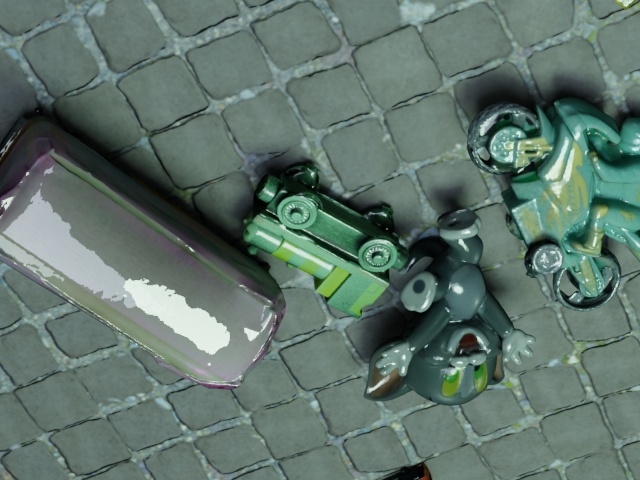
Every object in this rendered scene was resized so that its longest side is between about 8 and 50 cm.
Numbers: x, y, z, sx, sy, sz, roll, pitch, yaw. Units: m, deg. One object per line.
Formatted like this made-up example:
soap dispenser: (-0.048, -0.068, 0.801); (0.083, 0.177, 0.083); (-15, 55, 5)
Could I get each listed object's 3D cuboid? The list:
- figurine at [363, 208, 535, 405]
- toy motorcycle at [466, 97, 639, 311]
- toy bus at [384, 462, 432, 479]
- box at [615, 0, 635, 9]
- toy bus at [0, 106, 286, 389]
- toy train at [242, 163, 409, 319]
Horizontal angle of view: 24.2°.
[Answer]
figurine: (0.138, 0.091, 1.759); (0.193, 0.140, 0.265); (-18, 111, -16)
toy motorcycle: (0.296, -0.057, 1.690); (0.198, 0.109, 0.296); (-26, 118, 4)
toy bus: (0.098, 0.335, 1.977); (0.110, 0.031, 0.043); (-27, 122, 18)
box: (0.289, -0.340, 1.537); (0.193, 0.030, 0.121); (35, 116, -20)
toy bus: (-0.210, 0.033, 1.679); (0.386, 0.162, 0.171); (34, 97, -22)
toy train: (0.000, 0.000, 1.729); (0.200, 0.083, 0.132); (29, 122, -17)
